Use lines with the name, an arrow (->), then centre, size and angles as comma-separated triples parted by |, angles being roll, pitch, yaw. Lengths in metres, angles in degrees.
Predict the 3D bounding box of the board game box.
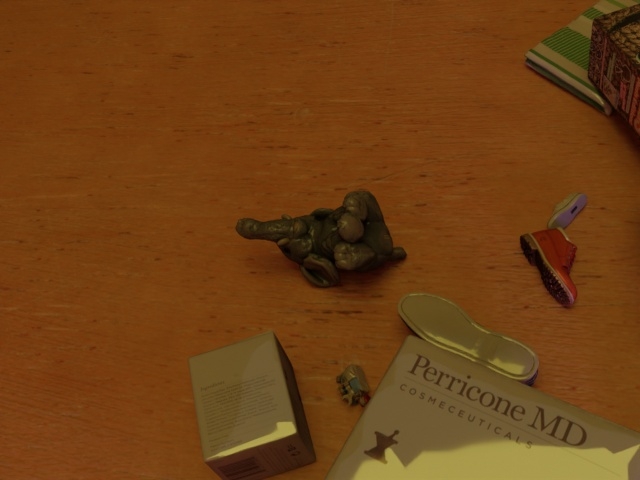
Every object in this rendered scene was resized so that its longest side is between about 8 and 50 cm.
board game box -> 0.673, -0.314, 1.342 | 0.232, 0.141, 0.291 | -18, 48, 0

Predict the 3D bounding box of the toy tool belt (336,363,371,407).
toy tool belt -> 0.055, 0.254, 1.226 | 0.051, 0.052, 0.083 | -40, 47, 23

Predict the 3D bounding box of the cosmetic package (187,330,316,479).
cosmetic package -> -0.112, 0.275, 1.181 | 0.151, 0.151, 0.184 | -18, 56, 1

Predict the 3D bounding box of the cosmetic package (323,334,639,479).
cosmetic package -> 0.177, 0.405, 0.919 | 0.329, 0.327, 0.394 | 21, 63, 26

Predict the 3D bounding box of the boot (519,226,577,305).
boot -> 0.424, 0.040, 1.276 | 0.084, 0.059, 0.158 | -17, 53, -4

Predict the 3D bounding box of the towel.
towel -> 0.636, -0.416, 1.549 | 0.325, 0.038, 0.248 | -36, 57, -13

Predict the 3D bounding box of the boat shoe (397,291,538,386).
boat shoe -> 0.243, 0.169, 1.215 | 0.254, 0.079, 0.095 | 23, 62, 23

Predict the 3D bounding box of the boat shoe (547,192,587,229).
boat shoe -> 0.452, -0.055, 1.350 | 0.100, 0.035, 0.035 | -44, 31, -13

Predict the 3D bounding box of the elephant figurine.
elephant figurine -> 0.000, 0.000, 1.351 | 0.239, 0.186, 0.169 | -14, 13, 35
